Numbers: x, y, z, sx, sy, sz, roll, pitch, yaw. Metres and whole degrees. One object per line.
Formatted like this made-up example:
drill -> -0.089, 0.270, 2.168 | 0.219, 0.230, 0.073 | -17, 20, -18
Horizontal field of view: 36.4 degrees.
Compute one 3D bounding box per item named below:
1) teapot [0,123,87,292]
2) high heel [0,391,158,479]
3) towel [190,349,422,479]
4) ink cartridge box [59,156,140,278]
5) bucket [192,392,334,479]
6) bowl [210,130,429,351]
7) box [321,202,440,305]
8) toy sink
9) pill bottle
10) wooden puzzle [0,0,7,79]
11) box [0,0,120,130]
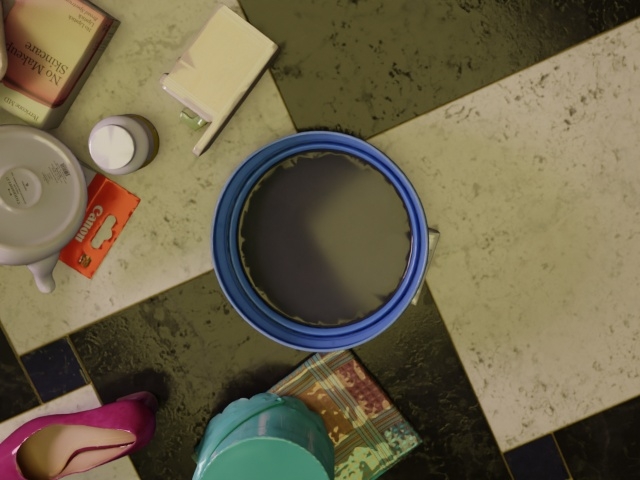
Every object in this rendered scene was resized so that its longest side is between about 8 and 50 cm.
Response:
teapot -> -0.530, -0.072, 1.661 | 0.252, 0.187, 0.256 | 20, 72, -21
high heel -> -0.477, 0.385, 1.780 | 0.377, 0.181, 0.127 | -29, 98, 4
towel -> -0.027, 0.395, 1.855 | 0.370, 0.040, 0.271 | -38, 98, 5
ink cartridge box -> -0.478, -0.062, 1.773 | 0.232, 0.066, 0.189 | 34, 97, -1
bucket -> -0.100, 0.431, 1.748 | 0.281, 0.183, 0.281 | 0, 99, -1
bowl -> 0.000, 0.000, 1.739 | 0.391, 0.077, 0.391 | 1, 96, 11
box -> 0.109, 0.024, 1.795 | 0.186, 0.038, 0.145 | 16, 99, -3
toy sink -> -0.189, -0.281, 1.689 | 0.131, 0.153, 0.234 | 36, 98, -5
pill bottle -> -0.343, -0.167, 1.689 | 0.103, 0.184, 0.103 | 0, 99, 0
wooden puzzle -> -0.678, -0.299, 1.612 | 0.348, 0.322, 0.080 | -30, 134, 7
box -> -0.478, -0.327, 1.693 | 0.149, 0.127, 0.232 | 32, 97, -6
